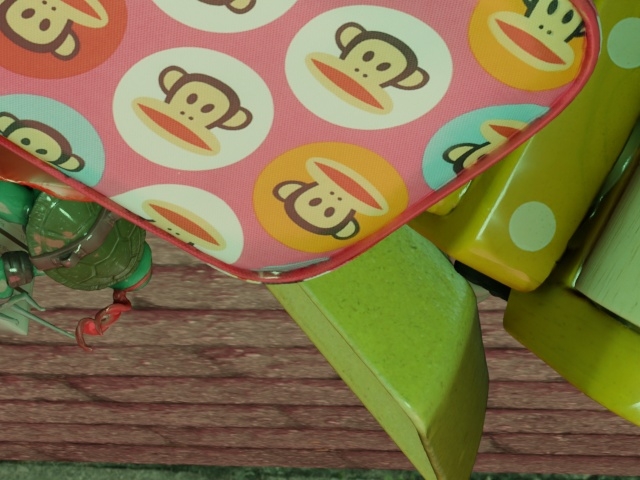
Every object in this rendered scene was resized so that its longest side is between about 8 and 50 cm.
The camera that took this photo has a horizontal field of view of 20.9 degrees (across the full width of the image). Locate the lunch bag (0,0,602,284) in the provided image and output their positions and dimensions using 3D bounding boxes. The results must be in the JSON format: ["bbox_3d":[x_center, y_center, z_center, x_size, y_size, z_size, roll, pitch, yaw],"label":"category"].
[{"bbox_3d":[-0.063,-0.106,0.685,0.293,0.120,0.258,34,127,-26],"label":"lunch bag"}]

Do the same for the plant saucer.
[{"bbox_3d":[0.000,0.000,1.103,0.081,0.333,0.333,-39,163,-4],"label":"plant saucer"}]

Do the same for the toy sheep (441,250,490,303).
[{"bbox_3d":[0.108,0.010,1.372,0.091,0.091,0.132,12,156,-27],"label":"toy sheep"}]

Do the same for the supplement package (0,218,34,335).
[{"bbox_3d":[-0.362,-0.023,1.251,0.262,0.145,0.204,-1,163,19],"label":"supplement package"}]

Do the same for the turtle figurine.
[{"bbox_3d":[-0.174,-0.027,1.148,0.118,0.175,0.234,22,160,40],"label":"turtle figurine"}]

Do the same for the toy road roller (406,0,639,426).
[{"bbox_3d":[0.111,-0.057,0.828,0.241,0.202,0.329,26,-175,-17],"label":"toy road roller"}]
